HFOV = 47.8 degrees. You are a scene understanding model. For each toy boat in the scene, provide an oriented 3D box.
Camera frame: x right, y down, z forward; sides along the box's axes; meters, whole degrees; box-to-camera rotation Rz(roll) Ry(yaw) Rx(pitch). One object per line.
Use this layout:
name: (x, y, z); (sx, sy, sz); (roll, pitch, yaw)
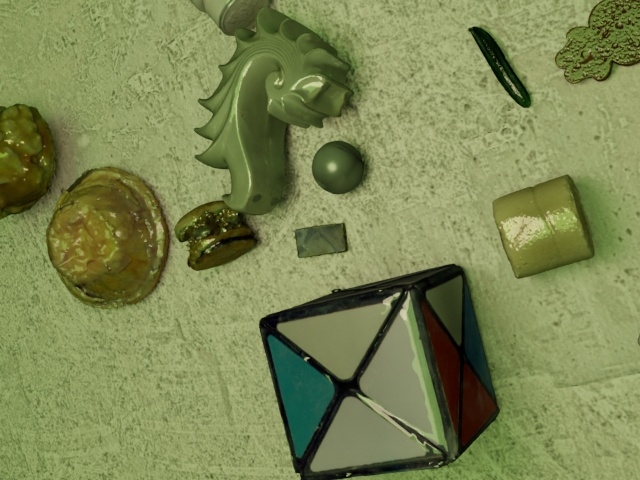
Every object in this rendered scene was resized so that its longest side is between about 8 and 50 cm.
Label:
toy boat: (0.000, 0.000, 1.487); (0.115, 0.016, 0.063); (-7, 89, 26)

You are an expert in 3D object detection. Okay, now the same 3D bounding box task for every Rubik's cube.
Rubik's cube: (0.109, 0.231, 1.281); (0.310, 0.307, 0.305); (-15, 88, 29)

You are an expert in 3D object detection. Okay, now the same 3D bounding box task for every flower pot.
flower pot: (-0.114, -0.254, 1.434); (0.254, 0.164, 0.367); (47, 112, 30)

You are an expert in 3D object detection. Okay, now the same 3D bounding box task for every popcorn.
popcorn: (-0.784, -0.190, 1.730); (0.335, 0.279, 0.274); (-31, 89, 41)

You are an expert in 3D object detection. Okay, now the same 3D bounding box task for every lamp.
lamp: (0.034, -0.143, 1.415); (0.105, 0.105, 0.105); (2, 94, 27)

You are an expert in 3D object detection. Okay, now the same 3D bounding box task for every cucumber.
cucumber: (0.322, -0.314, 1.296); (0.033, 0.036, 0.184); (-31, 80, 15)

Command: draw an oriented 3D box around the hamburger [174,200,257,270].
hamburger: (-0.223, -0.023, 1.523); (0.185, 0.159, 0.131); (-34, 74, 44)

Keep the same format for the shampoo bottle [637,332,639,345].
shampoo bottle: (0.613, 0.174, 1.153); (0.192, 0.074, 0.074); (22, 103, 24)

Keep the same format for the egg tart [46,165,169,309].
egg tart: (-0.520, -0.002, 1.683); (0.352, 0.150, 0.352); (3, 96, 24)

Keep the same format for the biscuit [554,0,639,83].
biscuit: (0.483, -0.337, 1.218); (0.175, 0.026, 0.124); (-33, 77, 24)

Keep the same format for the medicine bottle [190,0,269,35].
medicine bottle: (-0.230, -0.557, 1.503); (0.143, 0.143, 0.258); (-44, 73, 22)

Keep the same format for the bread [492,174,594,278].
bread: (0.377, -0.022, 1.229); (0.141, 0.134, 0.148); (-20, 71, 26)
